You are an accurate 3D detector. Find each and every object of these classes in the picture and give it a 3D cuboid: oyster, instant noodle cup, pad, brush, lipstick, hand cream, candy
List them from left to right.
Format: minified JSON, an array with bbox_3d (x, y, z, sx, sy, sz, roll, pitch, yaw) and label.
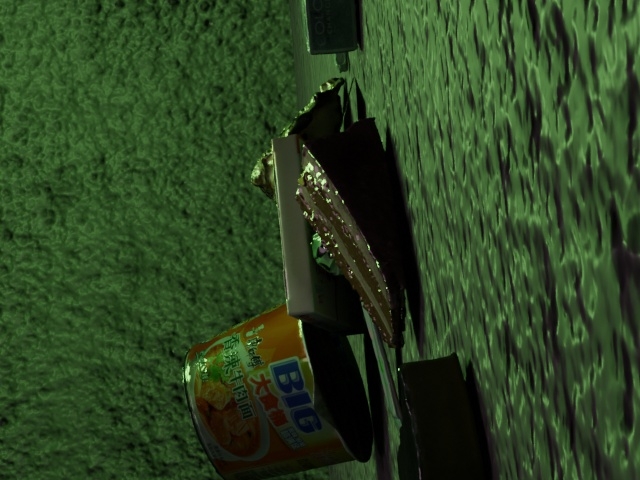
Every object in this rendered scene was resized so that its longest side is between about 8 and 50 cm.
[{"bbox_3d":[-0.067,0.237,2.103,0.296,0.214,0.296,-21,-90,-78],"label":"instant noodle cup"},{"bbox_3d":[-0.028,-0.149,2.179,0.198,0.092,0.260,-50,-19,-25],"label":"oyster"},{"bbox_3d":[0.004,-0.387,1.782,0.076,0.077,0.290,-103,8,-68],"label":"lipstick"},{"bbox_3d":[0.020,-0.125,1.917,0.127,0.004,0.190,-78,3,-69],"label":"pad"},{"bbox_3d":[0.047,-0.020,1.808,0.305,0.083,0.091,127,133,-74],"label":"candy"},{"bbox_3d":[0.064,0.096,1.688,0.079,0.050,0.275,-11,-93,-67],"label":"hand cream"},{"bbox_3d":[0.097,0.194,1.152,0.197,0.059,0.123,89,177,-52],"label":"brush"}]

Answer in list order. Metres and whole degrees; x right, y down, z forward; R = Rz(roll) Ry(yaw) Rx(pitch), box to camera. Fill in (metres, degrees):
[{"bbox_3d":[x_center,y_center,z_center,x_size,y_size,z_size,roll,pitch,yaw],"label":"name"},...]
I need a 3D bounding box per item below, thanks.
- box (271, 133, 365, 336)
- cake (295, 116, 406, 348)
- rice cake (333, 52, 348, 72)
[{"bbox_3d":[0.000,0.000,2.056,0.273,0.048,0.265,34,-131,-70],"label":"box"},{"bbox_3d":[0.043,-0.009,1.523,0.116,0.112,0.295,85,172,-46],"label":"cake"},{"bbox_3d":[0.026,-0.304,2.047,0.022,0.021,0.121,70,-169,-61],"label":"rice cake"}]
